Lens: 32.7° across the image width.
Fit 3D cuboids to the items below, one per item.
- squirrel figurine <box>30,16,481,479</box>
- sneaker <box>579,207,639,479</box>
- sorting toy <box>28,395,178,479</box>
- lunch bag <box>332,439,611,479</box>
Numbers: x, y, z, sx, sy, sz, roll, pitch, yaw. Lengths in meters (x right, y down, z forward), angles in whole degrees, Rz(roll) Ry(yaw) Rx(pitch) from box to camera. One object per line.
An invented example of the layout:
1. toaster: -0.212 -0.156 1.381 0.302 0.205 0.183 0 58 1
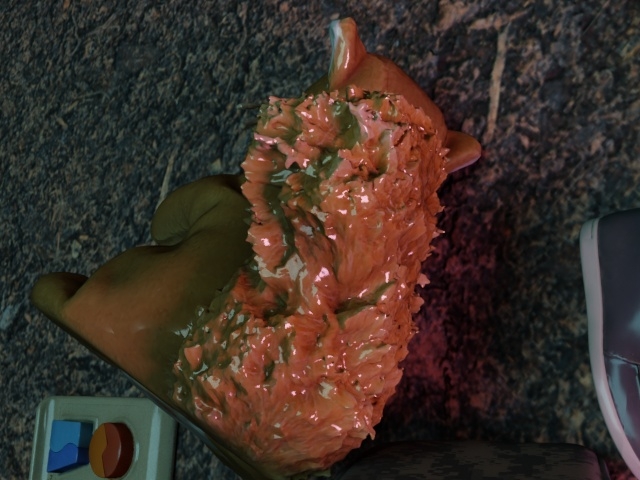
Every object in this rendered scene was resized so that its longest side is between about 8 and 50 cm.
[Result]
1. squirrel figurine: 0.000 0.000 0.912 0.370 0.281 0.397 -51 16 -15
2. sneaker: 0.268 0.070 0.810 0.118 0.083 0.222 -21 65 35
3. sorting toy: -0.263 0.329 1.223 0.229 0.041 0.307 -5 76 39
4. lunch bag: 0.100 0.286 0.747 0.212 0.305 0.256 -1 90 10
